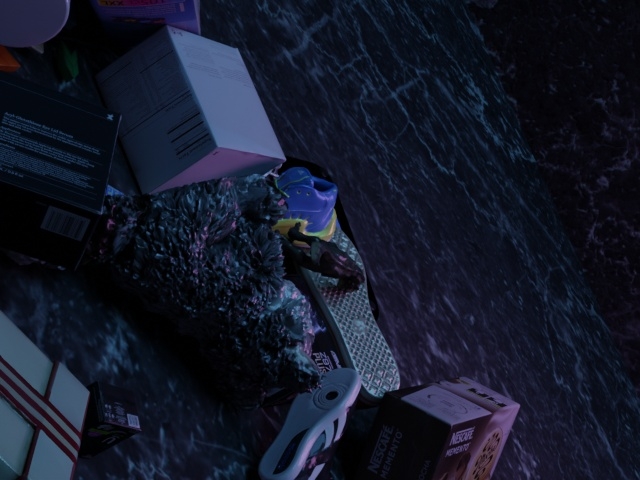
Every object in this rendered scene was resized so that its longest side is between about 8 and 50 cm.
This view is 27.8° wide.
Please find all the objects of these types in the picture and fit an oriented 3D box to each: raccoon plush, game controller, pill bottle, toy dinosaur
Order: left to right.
[{"bbox_3d":[-0.391,-0.393,1.683,0.160,0.160,0.283,38,32,-40],"label":"pill bottle"},{"bbox_3d":[-0.194,0.094,1.651,0.446,0.216,0.299,-10,84,-34],"label":"raccoon plush"},{"bbox_3d":[-0.009,0.019,1.854,0.118,0.064,0.268,27,-1,19],"label":"toy dinosaur"},{"bbox_3d":[0.000,0.000,2.170,0.166,0.067,0.319,20,45,-55],"label":"game controller"}]

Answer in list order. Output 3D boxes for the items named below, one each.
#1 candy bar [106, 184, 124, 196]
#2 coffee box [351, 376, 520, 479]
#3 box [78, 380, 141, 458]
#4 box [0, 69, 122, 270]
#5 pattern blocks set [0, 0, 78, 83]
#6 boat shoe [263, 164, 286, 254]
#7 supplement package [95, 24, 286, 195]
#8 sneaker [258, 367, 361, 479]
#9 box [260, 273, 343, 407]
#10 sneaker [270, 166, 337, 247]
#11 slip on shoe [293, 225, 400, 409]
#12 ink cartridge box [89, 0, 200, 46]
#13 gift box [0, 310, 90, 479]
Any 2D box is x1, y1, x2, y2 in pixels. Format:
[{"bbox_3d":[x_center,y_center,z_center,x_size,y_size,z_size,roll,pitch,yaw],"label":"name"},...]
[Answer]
[{"bbox_3d":[-0.281,-0.057,1.753,0.161,0.018,0.040,35,33,-44],"label":"candy bar"},{"bbox_3d":[0.182,0.317,2.000,0.118,0.168,0.297,25,10,26],"label":"coffee box"},{"bbox_3d":[-0.252,0.200,1.435,0.062,0.083,0.052,27,41,-51],"label":"box"},{"bbox_3d":[-0.365,-0.097,1.414,0.261,0.103,0.184,20,41,-16],"label":"box"},{"bbox_3d":[-0.450,-0.338,1.737,0.325,0.026,0.285,39,32,-37],"label":"pattern blocks set"},{"bbox_3d":[-0.117,-0.120,2.039,0.320,0.099,0.116,65,21,9],"label":"boat shoe"},{"bbox_3d":[-0.190,-0.179,1.905,0.194,0.149,0.203,6,57,-61],"label":"supplement package"},{"bbox_3d":[-0.003,0.285,1.771,0.217,0.079,0.121,-50,134,-35],"label":"sneaker"},{"bbox_3d":[-0.056,0.144,1.885,0.147,0.077,0.180,6,57,-62],"label":"box"},{"bbox_3d":[-0.080,-0.061,1.927,0.240,0.126,0.091,2,31,-30],"label":"sneaker"},{"bbox_3d":[0.021,0.112,2.005,0.123,0.101,0.331,-6,66,-37],"label":"slip on shoe"},{"bbox_3d":[-0.249,-0.436,1.856,0.395,0.151,0.270,115,-26,-86],"label":"ink cartridge box"},{"bbox_3d":[-0.357,0.183,1.071,0.258,0.276,0.255,48,13,-16],"label":"gift box"}]
